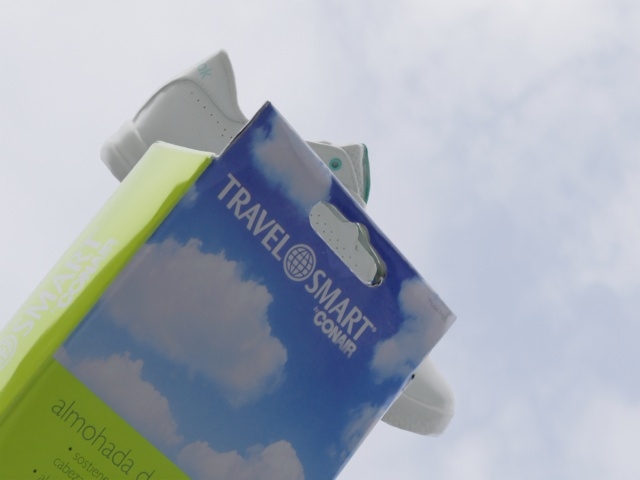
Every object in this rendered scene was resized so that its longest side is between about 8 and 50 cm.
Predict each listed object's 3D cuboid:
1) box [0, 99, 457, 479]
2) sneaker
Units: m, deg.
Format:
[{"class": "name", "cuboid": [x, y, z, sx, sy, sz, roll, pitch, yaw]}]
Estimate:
[{"class": "box", "cuboid": [-0.048, 0.057, 0.438, 0.178, 0.042, 0.109, -52, -56, -15]}, {"class": "sneaker", "cuboid": [0.000, 0.000, 0.708, 0.212, 0.080, 0.094, 44, -90, -3]}]
